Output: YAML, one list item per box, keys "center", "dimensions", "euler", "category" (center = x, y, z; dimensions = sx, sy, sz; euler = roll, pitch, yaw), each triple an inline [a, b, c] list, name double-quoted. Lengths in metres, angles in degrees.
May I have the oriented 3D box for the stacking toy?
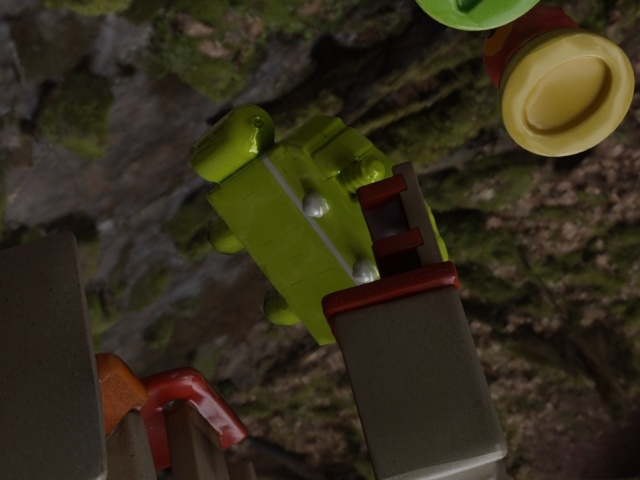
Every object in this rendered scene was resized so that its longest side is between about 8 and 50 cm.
- center: [0.219, -0.263, 0.926]
  dimensions: [0.279, 0.130, 0.309]
  euler: [37, 111, -27]
  category: "stacking toy"

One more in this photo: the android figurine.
- center: [0.000, 0.000, 0.852]
  dimensions: [0.056, 0.248, 0.273]
  euler: [-41, -171, -28]
  category: "android figurine"

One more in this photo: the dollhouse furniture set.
- center: [-0.061, 0.077, 0.454]
  dimensions: [0.259, 0.135, 0.262]
  euler: [-18, 149, 3]
  category: "dollhouse furniture set"
